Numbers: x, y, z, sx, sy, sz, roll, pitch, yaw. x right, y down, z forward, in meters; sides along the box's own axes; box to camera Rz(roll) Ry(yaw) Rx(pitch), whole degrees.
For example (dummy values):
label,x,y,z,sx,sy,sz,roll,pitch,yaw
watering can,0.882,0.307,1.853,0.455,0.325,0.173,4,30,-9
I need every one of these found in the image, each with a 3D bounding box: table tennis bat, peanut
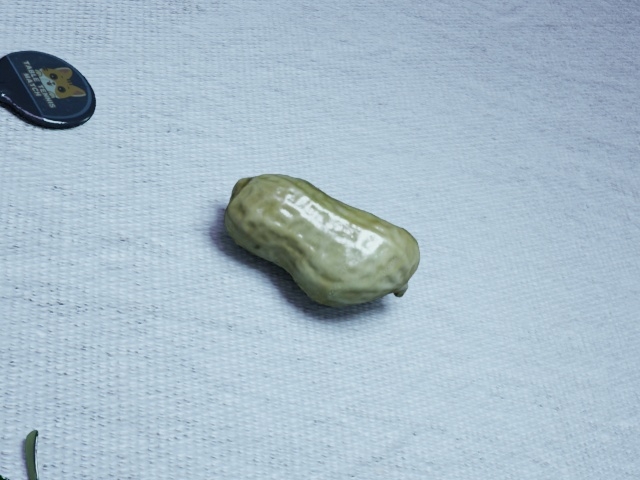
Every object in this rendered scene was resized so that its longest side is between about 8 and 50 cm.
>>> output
label,x,y,z,sx,sy,sz,roll,pitch,yaw
table tennis bat,-0.425,-0.213,1.990,0.236,0.027,0.150,-9,57,-44
peanut,0.002,0.006,1.981,0.291,0.143,0.159,25,30,-9

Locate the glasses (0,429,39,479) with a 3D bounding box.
label,x,y,z,sx,sy,sz,roll,pitch,yaw
glasses,-0.330,0.269,1.510,0.239,0.102,0.207,41,40,7
